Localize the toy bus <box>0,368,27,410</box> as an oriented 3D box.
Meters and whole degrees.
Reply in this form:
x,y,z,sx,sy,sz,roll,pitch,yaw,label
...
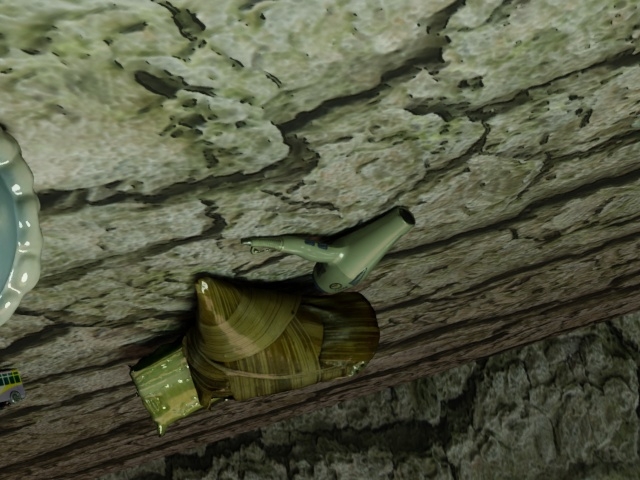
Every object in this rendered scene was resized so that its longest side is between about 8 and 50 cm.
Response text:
x,y,z,sx,sy,sz,roll,pitch,yaw,label
-0.486,0.221,1.755,0.052,0.058,0.102,-25,168,32,toy bus

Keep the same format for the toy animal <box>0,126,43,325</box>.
x,y,z,sx,sy,sz,roll,pitch,yaw,label
-0.325,0.003,0.899,0.208,0.156,0.204,-24,168,18,toy animal

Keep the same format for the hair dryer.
x,y,z,sx,sy,sz,roll,pitch,yaw,label
0.020,-0.007,1.479,0.167,0.067,0.199,-32,146,22,hair dryer

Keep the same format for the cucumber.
x,y,z,sx,sy,sz,roll,pitch,yaw,label
-0.132,0.168,1.841,0.325,0.145,0.105,-25,-155,3,cucumber

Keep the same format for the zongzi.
x,y,z,sx,sy,sz,roll,pitch,yaw,label
-0.050,0.106,1.658,0.286,0.134,0.288,-13,147,-12,zongzi
